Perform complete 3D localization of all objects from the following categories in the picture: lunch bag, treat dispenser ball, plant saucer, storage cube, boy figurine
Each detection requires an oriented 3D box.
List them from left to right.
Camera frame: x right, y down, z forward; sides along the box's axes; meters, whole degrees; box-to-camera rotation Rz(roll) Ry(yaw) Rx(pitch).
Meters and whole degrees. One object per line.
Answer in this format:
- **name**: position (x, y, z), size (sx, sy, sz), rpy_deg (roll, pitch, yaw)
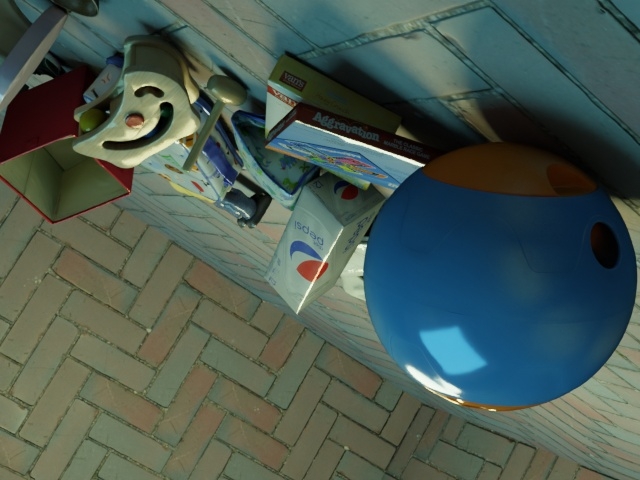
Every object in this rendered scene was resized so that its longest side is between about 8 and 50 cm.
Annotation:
- **plant saucer**: position (-0.378, -0.377, 1.326), size (0.168, 0.029, 0.168), rpy_deg (30, 169, 6)
- **storage cube**: position (-0.479, -0.180, 1.789), size (0.215, 0.193, 0.183), rpy_deg (-18, 138, 19)
- **lunch bag**: position (-0.262, -0.187, 1.663), size (0.243, 0.115, 0.303), rpy_deg (24, 167, 20)
- **boy figurine**: position (-0.244, -0.129, 1.928), size (0.285, 0.092, 0.177), rpy_deg (35, 168, -21)
- **lunch bag**: position (-0.074, -0.131, 1.450), size (0.151, 0.096, 0.129), rpy_deg (39, 170, 5)
- **treat dispenser ball**: position (0.190, 0.039, 1.018), size (0.288, 0.288, 0.288), rpy_deg (29, 169, 6)

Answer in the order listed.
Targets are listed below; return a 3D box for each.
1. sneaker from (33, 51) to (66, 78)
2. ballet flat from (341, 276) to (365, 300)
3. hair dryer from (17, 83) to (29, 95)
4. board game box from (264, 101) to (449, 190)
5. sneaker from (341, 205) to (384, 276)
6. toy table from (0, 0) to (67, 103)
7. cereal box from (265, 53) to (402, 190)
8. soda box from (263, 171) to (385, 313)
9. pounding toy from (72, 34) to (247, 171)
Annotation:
- **sneaker**: position (-0.588, -0.350, 1.867), size (0.178, 0.077, 0.072), rpy_deg (27, 170, 15)
- **ballet flat**: position (0.161, 0.073, 1.725), size (0.400, 0.139, 0.139), rpy_deg (19, 164, 50)
- **hair dryer**: position (-0.521, -0.281, 1.952), size (0.293, 0.080, 0.223), rpy_deg (22, 177, -22)
- **board game box**: position (0.083, -0.098, 1.162), size (0.281, 0.027, 0.145), rpy_deg (17, 167, -15)
- **sneaker**: position (0.058, -0.012, 1.655), size (0.292, 0.108, 0.169), rpy_deg (7, 153, 45)
- **toy table**: position (-0.513, -0.315, 1.456), size (0.161, 0.252, 0.274), rpy_deg (33, -169, -17)
- **cereal box**: position (0.010, -0.151, 1.270), size (0.173, 0.047, 0.240), rpy_deg (28, 169, 3)
- **soda box**: position (0.000, 0.000, 1.511), size (0.091, 0.098, 0.286), rpy_deg (47, 147, 13)
- **pounding toy**: position (-0.255, -0.187, 1.383), size (0.269, 0.155, 0.154), rpy_deg (-26, 140, 24)
